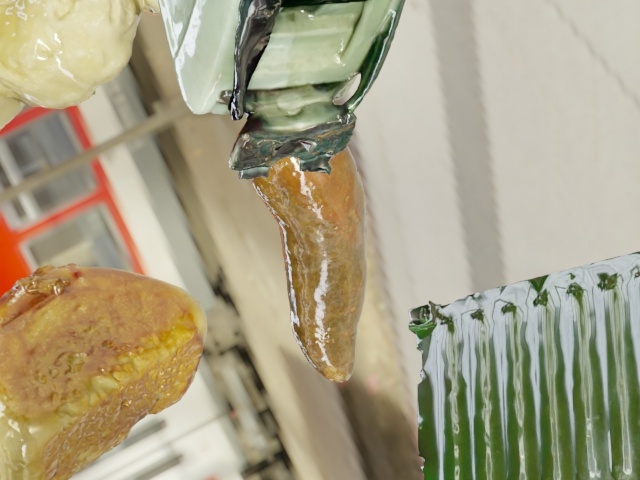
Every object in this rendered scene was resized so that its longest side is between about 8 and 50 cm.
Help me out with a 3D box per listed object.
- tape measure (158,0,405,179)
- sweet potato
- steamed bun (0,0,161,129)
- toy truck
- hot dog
[{"bbox_3d":[-0.011,-0.175,0.815,0.207,0.115,0.235,132,127,-60],"label":"tape measure"},{"bbox_3d":[0.001,0.000,1.560,0.097,0.097,0.291,52,161,50],"label":"sweet potato"},{"bbox_3d":[-0.201,-0.175,1.138,0.295,0.292,0.137,3,140,52],"label":"steamed bun"},{"bbox_3d":[0.166,0.044,0.526,0.121,0.259,0.088,27,-125,-48],"label":"toy truck"},{"bbox_3d":[-0.234,0.114,1.625,0.153,0.257,0.150,35,136,22],"label":"hot dog"}]
